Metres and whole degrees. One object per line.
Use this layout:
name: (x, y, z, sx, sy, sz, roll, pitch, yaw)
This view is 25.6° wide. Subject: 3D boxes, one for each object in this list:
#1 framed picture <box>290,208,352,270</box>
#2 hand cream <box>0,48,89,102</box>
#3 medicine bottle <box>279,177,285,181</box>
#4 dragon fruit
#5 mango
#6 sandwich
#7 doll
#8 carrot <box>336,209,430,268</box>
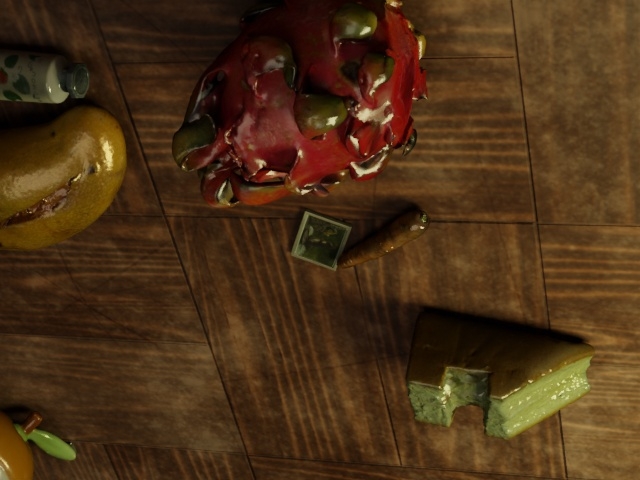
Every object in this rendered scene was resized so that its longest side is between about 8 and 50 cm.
framed picture: (0.000, 0.000, 1.844, 0.066, 0.006, 0.089, 20, 136, 0)
hand cream: (-0.420, -0.209, 1.758, 0.276, 0.059, 0.095, 6, 132, 20)
medicine bottle: (-0.042, -0.113, 1.713, 0.058, 0.058, 0.091, -15, 126, 30)
dragon fruit: (-0.022, -0.147, 1.545, 0.243, 0.227, 0.307, 31, 108, 27)
mango: (-0.370, -0.073, 1.820, 0.295, 0.120, 0.177, -20, 125, 33)
sandwich: (0.236, 0.183, 1.857, 0.236, 0.128, 0.122, 8, 142, 13)
doll: (-0.533, 0.340, 2.248, 0.236, 0.213, 0.213, -34, 126, -11)
carrot: (0.078, 0.004, 1.800, 0.036, 0.035, 0.165, 41, 132, -20)
